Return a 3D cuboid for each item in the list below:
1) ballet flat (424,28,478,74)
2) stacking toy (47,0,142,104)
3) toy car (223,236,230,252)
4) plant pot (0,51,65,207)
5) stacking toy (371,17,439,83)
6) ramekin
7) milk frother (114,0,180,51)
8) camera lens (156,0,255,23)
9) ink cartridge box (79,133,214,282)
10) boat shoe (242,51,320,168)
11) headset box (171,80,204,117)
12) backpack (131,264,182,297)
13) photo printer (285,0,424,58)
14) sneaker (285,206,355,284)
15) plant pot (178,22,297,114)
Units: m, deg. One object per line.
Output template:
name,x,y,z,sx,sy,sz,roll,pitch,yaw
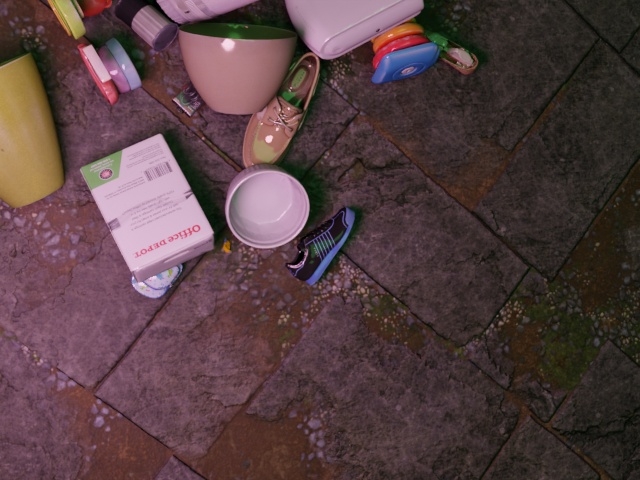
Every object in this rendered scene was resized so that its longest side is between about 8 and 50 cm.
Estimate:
ballet flat,0.348,-0.524,2.078,0.206,0.067,0.073,23,85,-14
stacking toy,-0.504,-0.482,1.742,0.130,0.279,0.308,-32,102,-12
toy car,-0.288,-0.009,1.933,0.122,0.060,0.040,41,35,-28
plant pot,-0.707,-0.233,1.713,0.275,0.275,0.293,-29,113,-13
stacking toy,0.183,-0.582,2.008,0.166,0.175,0.301,-17,81,-11
ramekin,-0.139,-0.094,1.897,0.207,0.109,0.207,-5,115,-12
milk frother,-0.402,-0.559,1.824,0.135,0.143,0.129,41,65,7
camera lens,-0.243,-0.648,1.782,0.275,0.219,0.219,-14,95,21
ink cartridge box,-0.406,-0.074,1.802,0.211,0.121,0.289,-25,76,-14
boat shoe,-0.101,-0.327,1.934,0.122,0.110,0.341,24,84,-14
headset box,-0.329,-0.355,1.913,0.062,0.032,0.083,44,78,-11
backpack,-0.407,0.083,1.865,0.105,0.084,0.114,34,84,-10
photo printer,0.069,-0.613,1.916,0.308,0.107,0.256,-27,67,3
sneaker,0.000,0.000,1.977,0.090,0.081,0.232,34,83,-20
plant pot,-0.203,-0.414,1.846,0.284,0.284,0.190,-2,114,-15
